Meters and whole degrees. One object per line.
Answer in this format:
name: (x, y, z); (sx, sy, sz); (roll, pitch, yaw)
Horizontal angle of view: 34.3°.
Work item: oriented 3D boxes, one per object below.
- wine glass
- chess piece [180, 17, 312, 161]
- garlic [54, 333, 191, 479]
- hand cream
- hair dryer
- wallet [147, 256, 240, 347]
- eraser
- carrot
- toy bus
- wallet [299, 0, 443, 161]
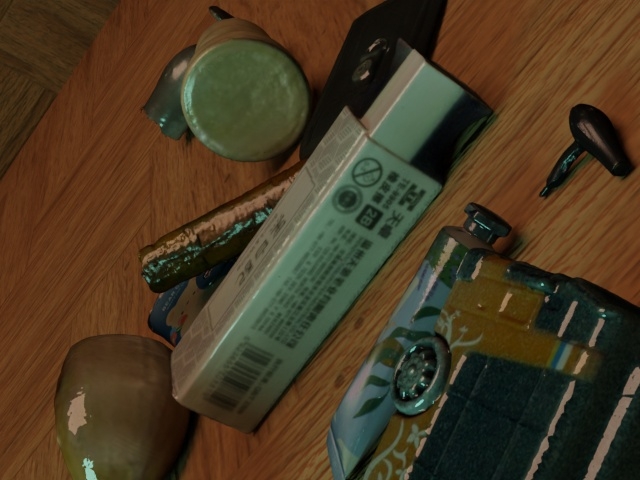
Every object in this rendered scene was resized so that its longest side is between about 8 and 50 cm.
wine glass: (-0.202, -0.272, 1.707); (0.222, 0.103, 0.103); (-51, 26, 18)
chess piece: (-0.113, -0.226, 1.422); (0.167, 0.167, 0.299); (-54, 20, 13)
garlic: (-0.261, 0.198, 1.254); (0.196, 0.151, 0.338); (-71, 22, 8)
hand cream: (0.074, 0.087, 0.846); (0.256, 0.055, 0.088); (-60, 19, 14)
hair dryer: (0.199, -0.056, 0.797); (0.083, 0.031, 0.079); (-60, 29, 33)
wallet: (-0.128, 0.074, 1.222); (0.141, 0.059, 0.202); (-62, 26, -4)
eraser: (0.000, 0.000, 1.012); (0.404, 0.098, 0.096); (-54, 25, 13)
carrot: (-0.085, -0.018, 1.140); (0.260, 0.070, 0.070); (-26, 34, 11)
toy bus: (0.108, 0.154, 0.590); (0.275, 0.139, 0.167); (-64, 26, -6)
wallet: (0.061, -0.196, 1.183); (0.169, 0.052, 0.245); (-21, 42, 49)
